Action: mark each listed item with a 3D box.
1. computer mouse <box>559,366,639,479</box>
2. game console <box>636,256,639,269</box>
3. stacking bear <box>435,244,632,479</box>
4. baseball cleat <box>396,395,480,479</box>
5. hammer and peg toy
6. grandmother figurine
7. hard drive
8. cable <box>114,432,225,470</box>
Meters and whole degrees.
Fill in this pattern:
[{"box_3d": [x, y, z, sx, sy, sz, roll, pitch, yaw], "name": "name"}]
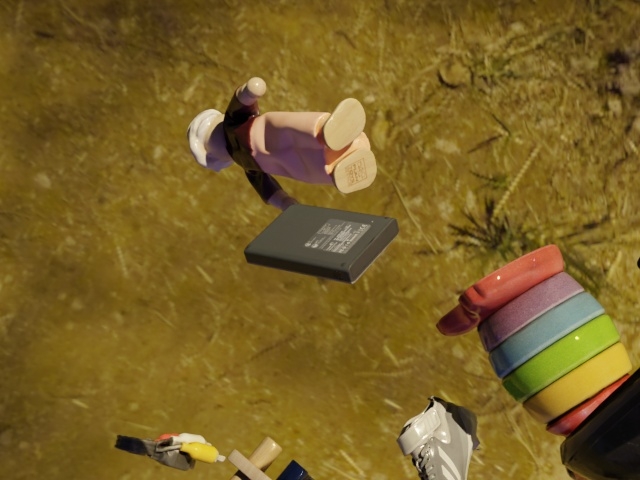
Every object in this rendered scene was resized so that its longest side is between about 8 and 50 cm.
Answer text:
[{"box_3d": [0.242, 0.084, 0.596, 0.072, 0.272, 0.188, 46, 51, 15], "name": "computer mouse"}, {"box_3d": [0.632, 0.039, 1.729, 0.122, 0.071, 0.107, 58, 136, 45], "name": "game console"}, {"box_3d": [0.294, 0.165, 1.176, 0.164, 0.175, 0.289, -28, 75, -17], "name": "stacking bear"}, {"box_3d": [0.137, 0.293, 1.229, 0.109, 0.072, 0.206, 23, 51, -11], "name": "baseball cleat"}, {"box_3d": [-0.012, 0.491, 1.705, 0.266, 0.361, 0.127, 32, 75, 33], "name": "hammer and peg toy"}, {"box_3d": [-0.070, -0.133, 1.399, 0.342, 0.104, 0.208, 14, 117, 47], "name": "grandmother figurine"}, {"box_3d": [0.000, 0.000, 1.024, 0.135, 0.022, 0.094, 10, 40, 35], "name": "hard drive"}, {"box_3d": [-0.289, 0.353, 1.752, 0.139, 0.287, 0.072, 12, 74, 27], "name": "cable"}]
